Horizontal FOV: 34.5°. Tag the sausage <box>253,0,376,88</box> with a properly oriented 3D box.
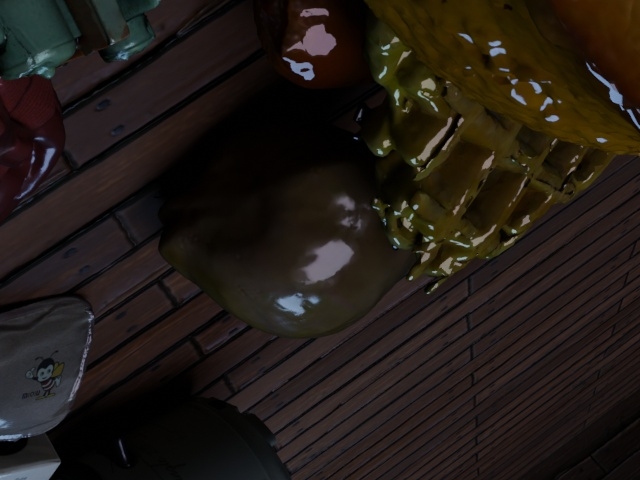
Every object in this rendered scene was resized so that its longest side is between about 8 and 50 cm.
[{"bbox_3d":[0.079,-0.166,0.742,0.348,0.094,0.097,-14,132,-49],"label":"sausage"}]

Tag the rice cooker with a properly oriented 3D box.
[{"bbox_3d":[-0.152,0.294,1.020,0.227,0.241,0.280,-26,115,-33],"label":"rice cooker"}]

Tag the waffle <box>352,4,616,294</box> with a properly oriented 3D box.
[{"bbox_3d":[0.163,-0.155,0.703,0.382,0.095,0.379,-37,144,-29],"label":"waffle"}]

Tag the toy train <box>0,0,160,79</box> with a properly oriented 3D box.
[{"bbox_3d":[-0.137,-0.149,0.433,0.074,0.176,0.118,-5,-156,45],"label":"toy train"}]

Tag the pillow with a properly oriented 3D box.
[{"bbox_3d":[-0.272,0.111,0.771,0.233,0.038,0.130,-5,115,-48],"label":"pillow"}]

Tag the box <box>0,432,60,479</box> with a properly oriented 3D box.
[{"bbox_3d":[-0.360,0.222,0.827,0.256,0.069,0.164,0,134,-53],"label":"box"}]

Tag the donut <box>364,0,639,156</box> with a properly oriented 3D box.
[{"bbox_3d":[0.189,-0.225,0.491,0.378,0.163,0.435,24,80,-35],"label":"donut"}]

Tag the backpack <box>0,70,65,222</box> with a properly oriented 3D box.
[{"bbox_3d":[-0.228,-0.044,0.491,0.229,0.139,0.229,-26,152,-15],"label":"backpack"}]

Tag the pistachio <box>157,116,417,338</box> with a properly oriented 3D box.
[{"bbox_3d":[0.000,0.000,0.833,0.213,0.162,0.260,-10,162,17],"label":"pistachio"}]
